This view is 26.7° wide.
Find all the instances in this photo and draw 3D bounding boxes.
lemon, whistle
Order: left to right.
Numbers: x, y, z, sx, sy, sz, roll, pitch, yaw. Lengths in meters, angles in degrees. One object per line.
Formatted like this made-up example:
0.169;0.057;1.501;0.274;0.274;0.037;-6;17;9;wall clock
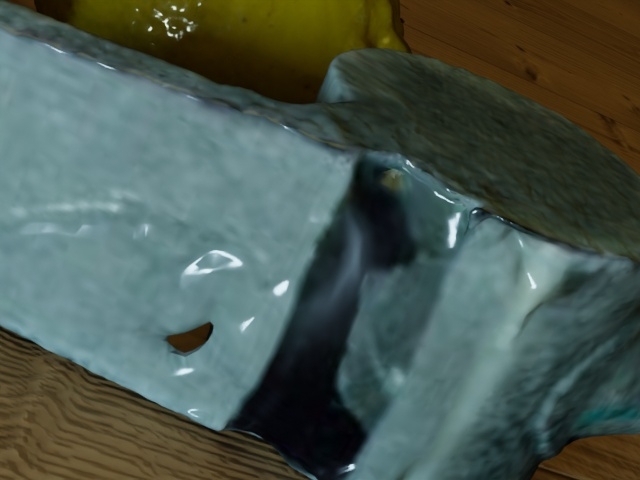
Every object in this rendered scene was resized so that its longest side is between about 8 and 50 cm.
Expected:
-0.061;-0.144;0.833;0.260;0.204;0.204;26;22;8;lemon
-0.002;0.014;0.628;0.404;0.168;0.188;8;31;-34;whistle
